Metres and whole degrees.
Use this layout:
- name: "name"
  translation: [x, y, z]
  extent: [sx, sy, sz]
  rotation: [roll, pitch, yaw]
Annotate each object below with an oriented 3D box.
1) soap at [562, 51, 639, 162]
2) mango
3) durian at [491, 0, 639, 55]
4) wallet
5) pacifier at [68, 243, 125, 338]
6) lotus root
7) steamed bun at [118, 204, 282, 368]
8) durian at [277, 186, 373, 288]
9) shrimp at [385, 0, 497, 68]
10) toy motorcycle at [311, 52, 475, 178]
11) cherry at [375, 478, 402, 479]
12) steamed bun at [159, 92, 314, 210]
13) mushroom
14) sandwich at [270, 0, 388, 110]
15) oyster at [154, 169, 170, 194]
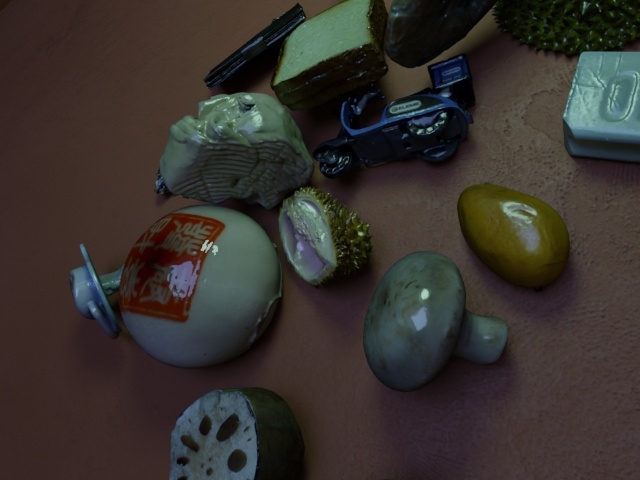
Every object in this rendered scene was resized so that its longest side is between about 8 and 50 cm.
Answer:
- name: "soap"
  translation: [0.572, -0.219, 0.833]
  extent: [0.290, 0.095, 0.172]
  rotation: [14, 79, 31]
- name: "mango"
  translation: [0.332, -0.020, 0.879]
  extent: [0.147, 0.109, 0.227]
  rotation: [-55, 54, 29]
- name: "durian"
  translation: [0.487, -0.473, 0.993]
  extent: [0.170, 0.157, 0.356]
  rotation: [-30, 52, -28]
- name: "wallet"
  translation: [-0.175, -0.520, 1.342]
  extent: [0.317, 0.044, 0.169]
  rotation: [-33, 27, 11]
- name: "pacifier"
  translation: [-0.507, 0.111, 1.259]
  extent: [0.207, 0.227, 0.279]
  rotation: [-27, 32, -21]
- name: "lotus root"
  translation: [-0.147, 0.404, 0.925]
  extent: [0.272, 0.192, 0.271]
  rotation: [-10, 72, 34]
- name: "steamed bun"
  translation: [-0.282, 0.087, 1.087]
  extent: [0.375, 0.241, 0.374]
  rotation: [-12, 65, 27]
- name: "durian"
  translation: [0.009, -0.008, 1.036]
  extent: [0.138, 0.183, 0.250]
  rotation: [-26, 49, -26]
- name: "shrimp"
  translation: [0.287, -0.514, 0.937]
  extent: [0.446, 0.221, 0.110]
  rotation: [-45, 61, 11]
- name: "toy motorcycle"
  translation: [0.147, -0.251, 1.064]
  extent: [0.359, 0.125, 0.212]
  rotation: [-13, 57, 21]
- name: "cherry"
  translation: [0.104, 0.484, 0.744]
  extent: [0.286, 0.213, 0.235]
  rotation: [-5, 60, 36]
- name: "steamed bun"
  translation: [-0.184, -0.210, 1.119]
  extent: [0.275, 0.320, 0.206]
  rotation: [-56, 37, 44]
- name: "mushroom"
  translation: [0.194, 0.148, 0.849]
  extent: [0.244, 0.243, 0.243]
  rotation: [-10, 67, 25]
- name: "sandwich"
  translation: [0.023, -0.437, 1.161]
  extent: [0.271, 0.099, 0.301]
  rotation: [-19, 43, 26]
- name: "oyster"
  translation: [-0.411, -0.199, 1.376]
  extent: [0.103, 0.051, 0.148]
  rotation: [-16, 54, 14]
